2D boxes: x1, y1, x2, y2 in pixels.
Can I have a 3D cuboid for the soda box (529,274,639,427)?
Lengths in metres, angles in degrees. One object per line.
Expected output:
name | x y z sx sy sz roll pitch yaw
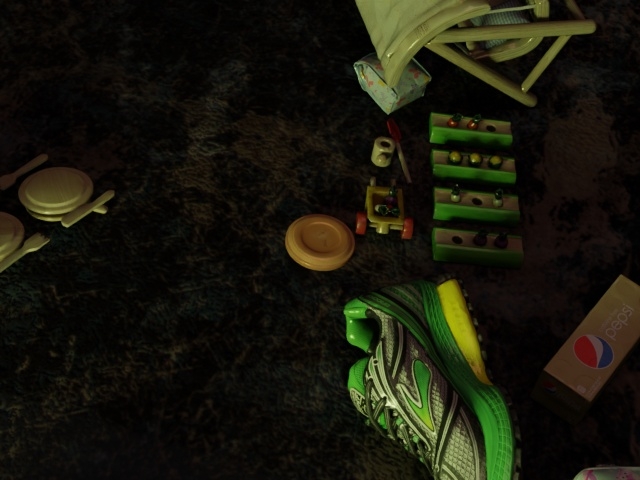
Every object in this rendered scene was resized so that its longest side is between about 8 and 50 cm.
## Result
soda box | 0.310 0.120 1.217 0.061 0.058 0.181 35 54 19

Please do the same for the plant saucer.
plant saucer | 0.000 0.000 1.299 0.084 0.013 0.083 4 50 -5

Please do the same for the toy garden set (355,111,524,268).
toy garden set | 0.149 -0.083 1.368 0.204 0.049 0.244 6 50 -4

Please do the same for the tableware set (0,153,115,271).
tableware set | -0.340 -0.021 1.248 0.128 0.039 0.194 27 46 26

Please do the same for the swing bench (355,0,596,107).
swing bench | 0.186 -0.332 1.467 0.255 0.165 0.253 5 49 -30

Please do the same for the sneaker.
sneaker | 0.109 0.184 1.104 0.146 0.134 0.343 -9 43 -8

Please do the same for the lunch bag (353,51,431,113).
lunch bag | 0.095 -0.222 1.475 0.071 0.053 0.083 -31 72 -30

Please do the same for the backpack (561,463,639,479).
backpack | 0.308 0.294 1.015 0.189 0.144 0.165 1 48 -8
